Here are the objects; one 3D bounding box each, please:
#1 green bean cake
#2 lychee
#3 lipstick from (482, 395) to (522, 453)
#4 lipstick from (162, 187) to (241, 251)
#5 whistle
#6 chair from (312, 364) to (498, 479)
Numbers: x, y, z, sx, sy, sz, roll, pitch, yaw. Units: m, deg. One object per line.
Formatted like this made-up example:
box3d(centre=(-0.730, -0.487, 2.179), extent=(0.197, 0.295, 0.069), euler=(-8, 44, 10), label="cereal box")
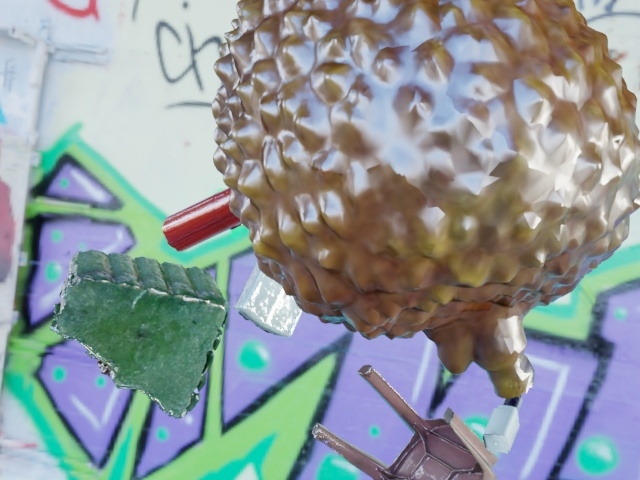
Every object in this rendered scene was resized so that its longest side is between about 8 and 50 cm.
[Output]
box3d(centre=(-0.238, 0.116, 1.047), extent=(0.208, 0.193, 0.107), euler=(12, 26, -26), label="green bean cake")
box3d(centre=(0.052, -0.039, 0.396), extent=(0.200, 0.238, 0.200), euler=(-19, -6, -2), label="lychee")
box3d(centre=(0.202, 0.182, 0.890), extent=(0.025, 0.025, 0.107), euler=(-1, 30, 31), label="lipstick")
box3d(centre=(-0.159, -0.056, 1.447), extent=(0.280, 0.073, 0.073), euler=(-23, -15, 34), label="lipstick")
box3d(centre=(0.000, 0.000, 1.216), extent=(0.164, 0.289, 0.163), euler=(23, -16, 7), label="whistle")
box3d(centre=(0.155, 0.328, 1.128), extent=(0.326, 0.175, 0.183), euler=(43, -5, -35), label="chair")
